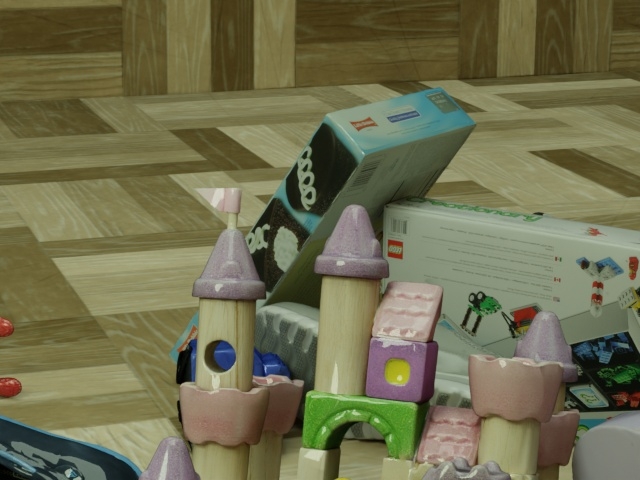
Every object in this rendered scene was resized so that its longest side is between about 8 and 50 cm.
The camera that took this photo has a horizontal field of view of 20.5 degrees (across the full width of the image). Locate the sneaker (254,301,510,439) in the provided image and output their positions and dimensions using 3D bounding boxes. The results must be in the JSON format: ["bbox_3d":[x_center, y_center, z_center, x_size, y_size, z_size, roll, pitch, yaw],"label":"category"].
[{"bbox_3d":[0.068,0.119,1.580,0.281,0.105,0.115,20,34,25],"label":"sneaker"}]

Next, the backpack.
[{"bbox_3d":[-0.078,0.135,1.549,0.101,0.098,0.120,4,2,-10],"label":"backpack"}]

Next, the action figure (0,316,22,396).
[{"bbox_3d":[-0.332,0.137,1.529,0.139,0.091,0.280,-2,12,29],"label":"action figure"}]

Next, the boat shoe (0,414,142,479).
[{"bbox_3d":[-0.265,0.179,1.356,0.258,0.109,0.089,2,18,15],"label":"boat shoe"}]

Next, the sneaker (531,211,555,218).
[{"bbox_3d":[0.264,0.031,2.011,0.081,0.080,0.211,8,25,5],"label":"sneaker"}]

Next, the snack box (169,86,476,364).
[{"bbox_3d":[0.000,0.000,1.683,0.060,0.322,0.187,47,34,19],"label":"snack box"}]

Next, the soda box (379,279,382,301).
[{"bbox_3d":[0.063,0.043,1.971,0.181,0.058,0.061,4,15,10],"label":"soda box"}]

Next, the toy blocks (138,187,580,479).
[{"bbox_3d":[0.029,0.101,1.224,0.288,0.260,0.309,5,0,16],"label":"toy blocks"}]

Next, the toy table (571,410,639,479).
[{"bbox_3d":[0.306,0.177,1.154,0.161,0.252,0.274,-22,34,-18],"label":"toy table"}]

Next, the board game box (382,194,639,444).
[{"bbox_3d":[0.194,0.076,1.583,0.305,0.193,0.053,11,18,33],"label":"board game box"}]
